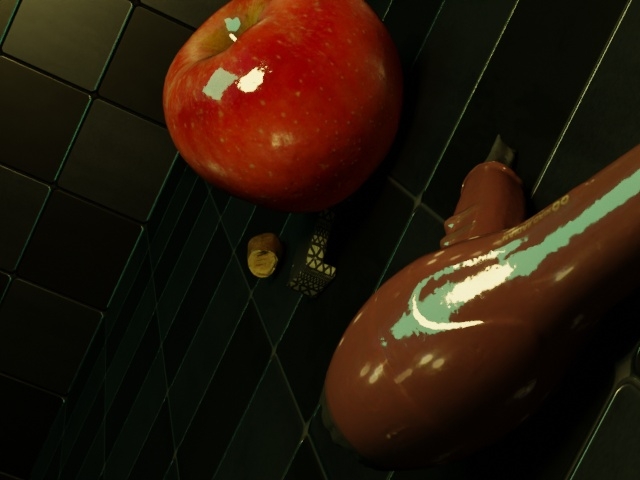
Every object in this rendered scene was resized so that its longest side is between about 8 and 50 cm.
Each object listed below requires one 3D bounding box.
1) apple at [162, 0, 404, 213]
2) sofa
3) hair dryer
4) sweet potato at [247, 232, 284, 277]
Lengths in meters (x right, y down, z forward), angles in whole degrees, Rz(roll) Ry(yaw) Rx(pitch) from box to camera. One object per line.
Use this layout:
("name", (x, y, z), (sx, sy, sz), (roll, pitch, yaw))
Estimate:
("apple", (-0.034, -0.157, 1.357), (0.260, 0.216, 0.260), (-31, 34, 23))
("sofa", (0.000, 0.000, 1.405), (0.060, 0.039, 0.118), (-51, 21, 51))
("hair dryer", (0.141, -0.018, 0.851), (0.312, 0.123, 0.340), (-44, 13, 32))
("sweet potato", (-0.069, 0.011, 1.646), (0.049, 0.049, 0.117), (-62, 4, 18))
